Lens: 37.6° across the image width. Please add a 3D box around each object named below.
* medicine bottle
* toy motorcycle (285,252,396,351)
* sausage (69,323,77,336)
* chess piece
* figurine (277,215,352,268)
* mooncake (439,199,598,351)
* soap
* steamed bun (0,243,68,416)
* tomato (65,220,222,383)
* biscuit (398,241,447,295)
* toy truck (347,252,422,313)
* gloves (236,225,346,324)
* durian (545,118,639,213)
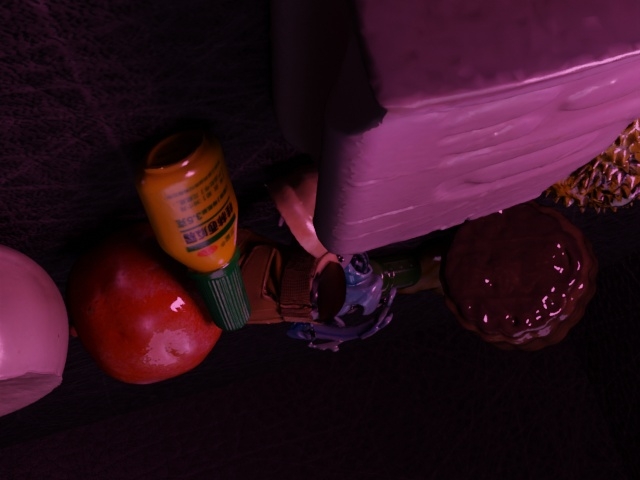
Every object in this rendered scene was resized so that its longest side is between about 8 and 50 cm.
[{"bbox_3d":[-0.141,0.000,1.150,0.111,0.076,0.309,-35,141,-19],"label":"medicine bottle"},{"bbox_3d":[0.032,0.119,1.934,0.260,0.206,0.154,-30,-160,36],"label":"toy motorcycle"},{"bbox_3d":[-0.378,0.129,1.706,0.223,0.029,0.029,-25,165,24],"label":"sausage"},{"bbox_3d":[0.079,-0.104,1.277,0.300,0.137,0.137,-33,166,3],"label":"chess piece"},{"bbox_3d":[0.000,0.000,1.504,0.147,0.126,0.192,-30,-161,-1],"label":"figurine"},{"bbox_3d":[0.407,0.069,1.962,0.324,0.324,0.187,-24,163,17],"label":"mooncake"},{"bbox_3d":[0.137,-0.165,0.880,0.350,0.213,0.435,-18,167,-9],"label":"soap"},{"bbox_3d":[-0.470,0.116,1.143,0.324,0.206,0.324,-21,168,-4],"label":"steamed bun"},{"bbox_3d":[-0.246,0.087,1.310,0.188,0.232,0.232,-18,170,-48],"label":"tomato"},{"bbox_3d":[0.301,0.070,2.280,0.236,0.062,0.291,2,160,-19],"label":"biscuit"},{"bbox_3d":[0.120,0.088,2.102,0.242,0.101,0.125,-8,158,-48],"label":"toy truck"},{"bbox_3d":[-0.117,0.055,1.415,0.331,0.154,0.141,5,176,37],"label":"gloves"},{"bbox_3d":[0.352,-0.149,1.201,0.291,0.225,0.291,-15,171,-2],"label":"durian"}]
